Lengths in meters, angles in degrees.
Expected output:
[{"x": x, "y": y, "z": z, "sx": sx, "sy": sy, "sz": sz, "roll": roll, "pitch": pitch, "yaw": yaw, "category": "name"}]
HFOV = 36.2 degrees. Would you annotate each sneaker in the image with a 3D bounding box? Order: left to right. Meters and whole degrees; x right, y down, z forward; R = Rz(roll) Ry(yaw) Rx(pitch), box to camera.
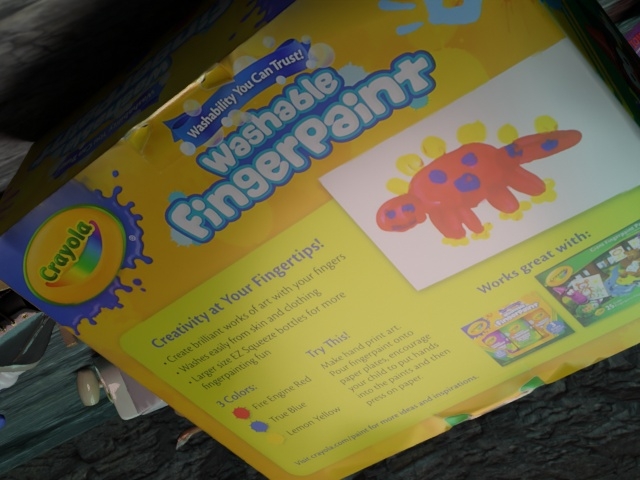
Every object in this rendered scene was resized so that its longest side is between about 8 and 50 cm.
[{"x": -0.426, "y": 0.106, "z": 1.195, "sx": 0.222, "sy": 0.083, "sz": 0.118, "roll": -5, "pitch": 139, "yaw": -48, "category": "sneaker"}]

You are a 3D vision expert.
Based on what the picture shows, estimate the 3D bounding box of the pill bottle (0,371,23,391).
[{"x": -0.496, "y": 0.199, "z": 1.464, "sx": 0.120, "sy": 0.067, "sz": 0.067, "roll": -29, "pitch": 170, "yaw": 17, "category": "pill bottle"}]

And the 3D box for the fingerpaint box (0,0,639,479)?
[{"x": 0.029, "y": -0.028, "z": 0.755, "sx": 0.444, "sy": 0.371, "sz": 0.163, "roll": -33, "pitch": -151, "yaw": 29, "category": "fingerpaint box"}]

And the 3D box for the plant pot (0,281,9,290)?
[{"x": -0.308, "y": -0.002, "z": 1.009, "sx": 0.236, "sy": 0.032, "sz": 0.236, "roll": -26, "pitch": 171, "yaw": -4, "category": "plant pot"}]

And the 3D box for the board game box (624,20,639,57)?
[{"x": 0.511, "y": -0.336, "z": 1.263, "sx": 0.208, "sy": 0.056, "sz": 0.347, "roll": -40, "pitch": 175, "yaw": -20, "category": "board game box"}]

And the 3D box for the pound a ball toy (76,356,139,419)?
[{"x": -0.341, "y": 0.233, "z": 1.979, "sx": 0.319, "sy": 0.136, "sz": 0.208, "roll": -24, "pitch": -165, "yaw": -17, "category": "pound a ball toy"}]

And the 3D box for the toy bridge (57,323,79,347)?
[{"x": -0.368, "y": 0.123, "z": 1.412, "sx": 0.188, "sy": 0.063, "sz": 0.026, "roll": -24, "pitch": 170, "yaw": -6, "category": "toy bridge"}]

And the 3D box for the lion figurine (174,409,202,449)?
[{"x": -0.111, "y": 0.176, "z": 1.673, "sx": 0.240, "sy": 0.392, "sz": 0.142, "roll": 9, "pitch": 160, "yaw": -5, "category": "lion figurine"}]

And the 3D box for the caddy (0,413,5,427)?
[{"x": -0.596, "y": 0.280, "z": 1.301, "sx": 0.341, "sy": 0.179, "sz": 0.241, "roll": -26, "pitch": 171, "yaw": -4, "category": "caddy"}]

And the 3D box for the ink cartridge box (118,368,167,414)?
[{"x": -0.245, "y": 0.150, "z": 1.502, "sx": 0.139, "sy": 0.191, "sz": 0.082, "roll": -18, "pitch": 167, "yaw": -44, "category": "ink cartridge box"}]
